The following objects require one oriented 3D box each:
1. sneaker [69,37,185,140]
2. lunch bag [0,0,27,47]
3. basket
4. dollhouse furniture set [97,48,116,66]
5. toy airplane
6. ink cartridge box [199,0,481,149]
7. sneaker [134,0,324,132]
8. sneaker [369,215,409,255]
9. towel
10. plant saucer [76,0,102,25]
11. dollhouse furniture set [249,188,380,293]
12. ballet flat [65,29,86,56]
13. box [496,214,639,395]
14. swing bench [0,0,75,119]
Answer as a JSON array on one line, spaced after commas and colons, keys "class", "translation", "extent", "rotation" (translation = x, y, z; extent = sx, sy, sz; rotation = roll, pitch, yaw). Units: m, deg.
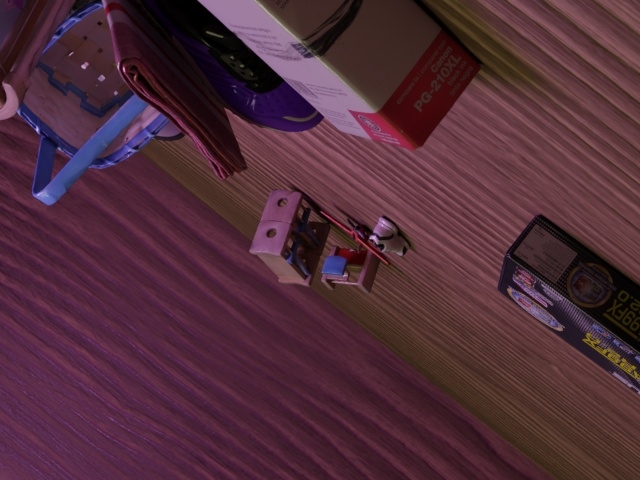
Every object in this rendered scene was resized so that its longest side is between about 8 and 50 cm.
[{"class": "sneaker", "translation": [-0.321, -0.260, 2.553], "extent": [0.108, 0.100, 0.271], "rotation": [21, 162, 51]}, {"class": "lunch bag", "translation": [-0.459, -0.371, 1.887], "extent": [0.108, 0.224, 0.279], "rotation": [9, 153, 38]}, {"class": "basket", "translation": [-0.290, -0.199, 1.953], "extent": [0.201, 0.255, 0.289], "rotation": [37, -160, -31]}, {"class": "dollhouse furniture set", "translation": [-0.287, -0.274, 2.187], "extent": [0.076, 0.058, 0.151], "rotation": [35, -163, -43]}, {"class": "toy airplane", "translation": [0.068, -0.004, 2.472], "extent": [0.151, 0.028, 0.151], "rotation": [39, 174, 5]}, {"class": "ink cartridge box", "translation": [-0.002, -0.196, 1.292], "extent": [0.237, 0.100, 0.172], "rotation": [41, 173, -24]}, {"class": "sneaker", "translation": [-0.091, -0.217, 1.615], "extent": [0.293, 0.102, 0.146], "rotation": [42, 172, -23]}, {"class": "sneaker", "translation": [0.103, 0.001, 2.270], "extent": [0.040, 0.043, 0.109], "rotation": [32, 172, 31]}, {"class": "towel", "translation": [-0.197, -0.241, 1.711], "extent": [0.237, 0.037, 0.329], "rotation": [47, -165, -47]}, {"class": "plant saucer", "translation": [-0.272, -0.294, 2.283], "extent": [0.310, 0.050, 0.310], "rotation": [38, 174, 5]}, {"class": "dollhouse furniture set", "translation": [0.000, 0.000, 2.588], "extent": [0.184, 0.129, 0.129], "rotation": [5, 155, 30]}, {"class": "ballet flat", "translation": [-0.462, -0.282, 2.093], "extent": [0.123, 0.123, 0.348], "rotation": [35, -170, 26]}, {"class": "box", "translation": [0.325, 0.094, 1.653], "extent": [0.270, 0.060, 0.216], "rotation": [37, 173, 10]}, {"class": "swing bench", "translation": [-0.391, -0.314, 1.762], "extent": [0.165, 0.253, 0.254], "rotation": [5, 153, 38]}]
